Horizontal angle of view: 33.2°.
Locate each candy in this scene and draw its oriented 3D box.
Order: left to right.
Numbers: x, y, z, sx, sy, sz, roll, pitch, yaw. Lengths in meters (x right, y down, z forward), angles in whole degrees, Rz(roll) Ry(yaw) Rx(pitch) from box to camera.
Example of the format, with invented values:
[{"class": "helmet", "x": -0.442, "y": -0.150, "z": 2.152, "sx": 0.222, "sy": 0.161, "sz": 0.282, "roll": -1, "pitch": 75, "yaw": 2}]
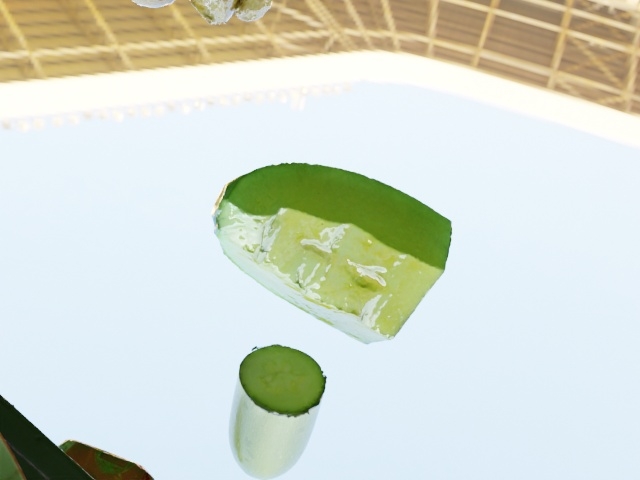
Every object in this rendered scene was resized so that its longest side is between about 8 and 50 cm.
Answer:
[{"class": "candy", "x": -0.310, "y": 0.342, "z": 1.526, "sx": 0.292, "sy": 0.059, "sz": 0.086, "roll": 17, "pitch": -124, "yaw": 21}]

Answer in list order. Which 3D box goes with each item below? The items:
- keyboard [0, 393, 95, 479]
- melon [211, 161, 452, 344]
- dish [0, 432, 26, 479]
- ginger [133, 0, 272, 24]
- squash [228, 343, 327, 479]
[{"class": "keyboard", "x": -0.221, "y": 0.228, "z": 0.893, "sx": 0.381, "sy": 0.041, "sz": 0.103, "roll": 39, "pitch": -123, "yaw": 6}, {"class": "melon", "x": 0.000, "y": 0.000, "z": 1.279, "sx": 0.323, "sy": 0.196, "sz": 0.124, "roll": 27, "pitch": -171, "yaw": -30}, {"class": "dish", "x": -0.288, "y": 0.193, "z": 0.745, "sx": 0.085, "sy": 0.260, "sz": 0.260, "roll": -30, "pitch": -142, "yaw": 1}, {"class": "ginger", "x": -0.158, "y": -0.342, "z": 1.271, "sx": 0.216, "sy": 0.157, "sz": 0.102, "roll": 6, "pitch": -145, "yaw": -6}, {"class": "squash", "x": -0.062, "y": 0.243, "z": 1.417, "sx": 0.123, "sy": 0.186, "sz": 0.123, "roll": 8, "pitch": -144, "yaw": -6}]
